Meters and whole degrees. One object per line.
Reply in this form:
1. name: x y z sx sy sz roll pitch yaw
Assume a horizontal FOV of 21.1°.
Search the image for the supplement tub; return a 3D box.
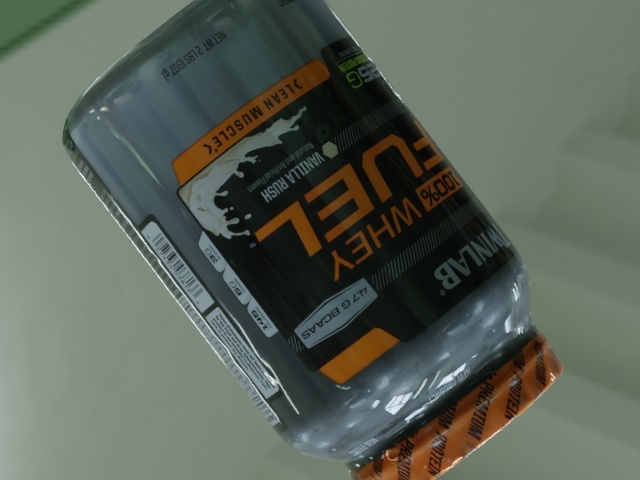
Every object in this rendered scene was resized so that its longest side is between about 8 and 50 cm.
1. supplement tub: 0.000 0.000 0.654 0.117 0.117 0.190 -37 -92 -37
